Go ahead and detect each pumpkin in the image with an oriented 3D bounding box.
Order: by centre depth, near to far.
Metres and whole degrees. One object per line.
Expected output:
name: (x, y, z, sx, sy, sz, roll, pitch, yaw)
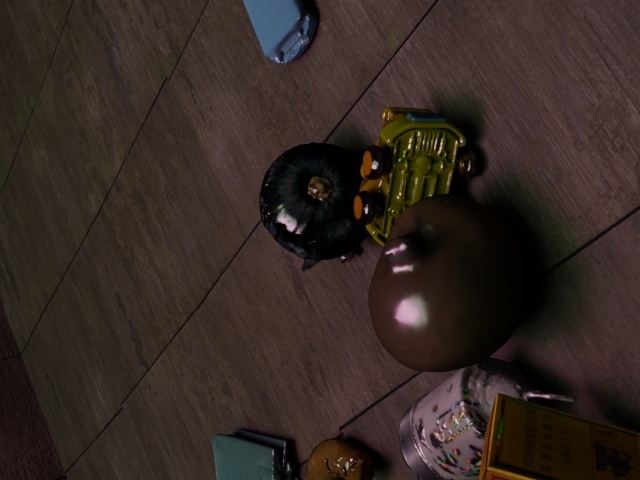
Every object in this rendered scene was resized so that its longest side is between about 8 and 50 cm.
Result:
pumpkin: (-0.003, -0.073, 1.757, 0.233, 0.233, 0.163, 63, 165, 19)

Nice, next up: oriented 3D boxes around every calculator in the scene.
calculator: (-0.099, -0.508, 1.897, 0.173, 0.051, 0.293, -37, 70, 51)

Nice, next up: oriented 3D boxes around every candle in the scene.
candle: (0.280, 0.295, 1.529, 0.330, 0.187, 0.187, -49, 62, 45)

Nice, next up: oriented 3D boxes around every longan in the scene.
longan: (0.197, 0.070, 1.473, 0.243, 0.300, 0.300, -18, 85, 36)

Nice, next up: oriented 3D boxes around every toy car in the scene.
toy car: (0.151, -0.113, 1.591, 0.142, 0.200, 0.248, -121, 38, -57)

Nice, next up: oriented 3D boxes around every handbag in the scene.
handbag: (-0.147, 0.601, 2.228, 0.274, 0.100, 0.268, -6, 91, 51)

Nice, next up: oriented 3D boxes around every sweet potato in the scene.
sweet potato: (0.034, 0.484, 1.963, 0.310, 0.098, 0.124, -49, 53, 56)

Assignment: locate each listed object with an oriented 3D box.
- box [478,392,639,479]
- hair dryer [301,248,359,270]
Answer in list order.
box: (0.378, 0.335, 1.288, 0.301, 0.193, 0.084, 15, 116, 9)
hair dryer: (-0.007, -0.011, 1.926, 0.195, 0.050, 0.173, -39, 66, 53)
